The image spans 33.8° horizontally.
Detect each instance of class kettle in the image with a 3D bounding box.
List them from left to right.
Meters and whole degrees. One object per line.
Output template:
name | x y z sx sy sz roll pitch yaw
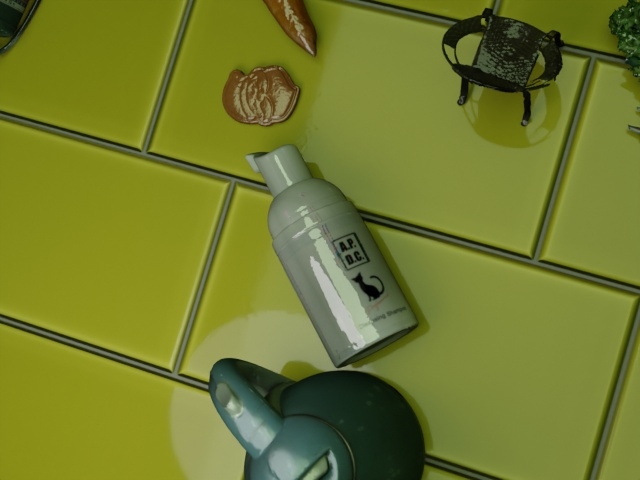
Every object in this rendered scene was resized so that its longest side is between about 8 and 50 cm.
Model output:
kettle | -0.024 0.284 1.477 0.319 0.342 0.247 41 94 15

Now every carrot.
carrot | -0.054 -0.385 1.706 0.072 0.072 0.205 -31 80 8

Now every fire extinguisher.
fire extinguisher | -0.539 -0.428 1.808 0.093 0.118 0.294 23 88 49

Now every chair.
chair | 0.268 -0.265 1.548 0.174 0.213 0.149 22 94 13

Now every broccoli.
broccoli | 0.522 -0.305 1.528 0.195 0.156 0.195 -21 50 28

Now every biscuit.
biscuit | -0.097 -0.237 1.721 0.130 0.019 0.102 2 85 12

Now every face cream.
face cream | 0.000 0.000 1.605 0.145 0.145 0.370 -30 79 8

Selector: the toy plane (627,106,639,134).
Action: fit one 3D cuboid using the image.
toy plane | 0.502 -0.166 1.571 0.078 0.031 0.083 -15 80 11
